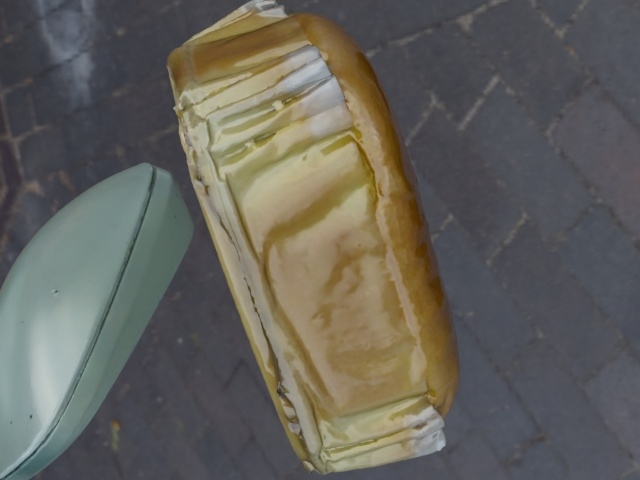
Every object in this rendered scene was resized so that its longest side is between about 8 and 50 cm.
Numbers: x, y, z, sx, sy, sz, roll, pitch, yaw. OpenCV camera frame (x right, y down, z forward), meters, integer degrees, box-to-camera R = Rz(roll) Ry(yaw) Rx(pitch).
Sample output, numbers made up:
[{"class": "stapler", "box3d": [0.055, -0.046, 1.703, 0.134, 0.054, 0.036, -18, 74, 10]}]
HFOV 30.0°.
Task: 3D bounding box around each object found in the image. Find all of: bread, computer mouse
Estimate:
[{"class": "bread", "box3d": [0.000, 0.000, 0.637, 0.136, 0.107, 0.241, -116, 8, -60]}, {"class": "computer mouse", "box3d": [-0.191, 0.050, 0.886, 0.097, 0.288, 0.159, 42, 134, -17]}]
